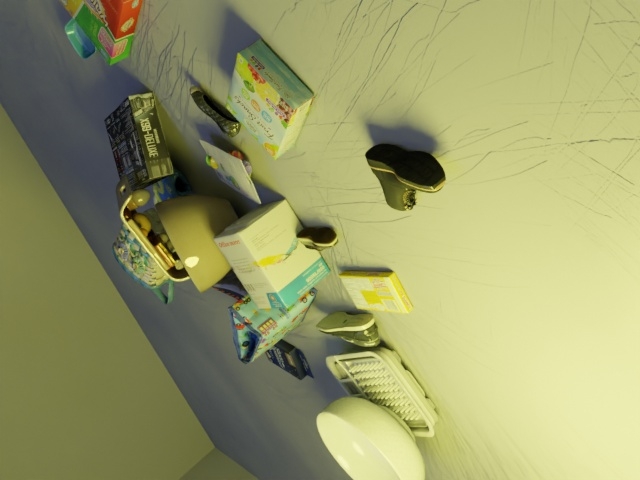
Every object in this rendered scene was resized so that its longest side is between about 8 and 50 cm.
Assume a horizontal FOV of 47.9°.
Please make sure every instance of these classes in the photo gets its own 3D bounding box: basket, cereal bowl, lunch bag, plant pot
[{"bbox_3d":[-0.569,0.052,2.395,0.255,0.201,0.288,41,145,18],"label":"basket"},{"bbox_3d":[0.155,0.554,1.957,0.339,0.141,0.338,36,148,27],"label":"cereal bowl"},{"bbox_3d":[-0.139,0.244,2.098,0.138,0.221,0.293,41,151,21],"label":"lunch bag"},{"bbox_3d":[-0.319,-0.019,2.053,0.284,0.191,0.284,61,172,14],"label":"plant pot"}]

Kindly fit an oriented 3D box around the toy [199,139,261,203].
[{"bbox_3d":[-0.222,-0.192,1.872,0.237,0.056,0.136,26,148,49],"label":"toy"}]

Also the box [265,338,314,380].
[{"bbox_3d":[-0.122,0.394,2.466,0.225,0.036,0.136,20,140,44],"label":"box"}]

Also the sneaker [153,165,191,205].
[{"bbox_3d":[-0.465,-0.141,2.276,0.126,0.091,0.240,34,148,30],"label":"sneaker"}]

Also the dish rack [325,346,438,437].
[{"bbox_3d":[0.174,0.405,1.976,0.285,0.072,0.333,55,153,-5],"label":"dish rack"}]

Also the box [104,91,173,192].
[{"bbox_3d":[-0.550,-0.285,2.161,0.307,0.077,0.242,-11,95,60],"label":"box"}]

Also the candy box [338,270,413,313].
[{"bbox_3d":[0.130,0.123,1.742,0.206,0.027,0.105,-1,120,57],"label":"candy box"}]

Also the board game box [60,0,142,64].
[{"bbox_3d":[-0.575,-0.635,1.866,0.242,0.064,0.316,52,153,-1],"label":"board game box"}]

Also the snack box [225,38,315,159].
[{"bbox_3d":[-0.114,-0.298,1.556,0.174,0.070,0.207,47,155,8],"label":"snack box"}]

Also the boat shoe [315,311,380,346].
[{"bbox_3d":[0.069,0.241,1.922,0.233,0.084,0.079,-2,121,55],"label":"boat shoe"}]

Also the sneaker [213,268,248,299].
[{"bbox_3d":[-0.248,0.182,2.299,0.321,0.125,0.180,22,140,45],"label":"sneaker"}]

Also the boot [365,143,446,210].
[{"bbox_3d":[0.176,-0.099,1.363,0.198,0.077,0.137,39,158,52],"label":"boot"}]

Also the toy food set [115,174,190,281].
[{"bbox_3d":[-0.481,-0.036,2.095,0.306,0.092,0.219,57,176,-27],"label":"toy food set"}]

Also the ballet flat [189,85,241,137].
[{"bbox_3d":[-0.260,-0.326,1.791,0.173,0.057,0.049,45,112,10],"label":"ballet flat"}]

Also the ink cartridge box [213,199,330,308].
[{"bbox_3d":[-0.128,0.037,1.881,0.232,0.168,0.171,58,152,-13],"label":"ink cartridge box"}]

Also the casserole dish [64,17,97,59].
[{"bbox_3d":[-0.696,-0.602,2.126,0.188,0.037,0.114,1,125,58],"label":"casserole dish"}]

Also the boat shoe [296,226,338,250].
[{"bbox_3d":[0.000,0.000,1.774,0.152,0.056,0.049,15,146,56],"label":"boat shoe"}]
